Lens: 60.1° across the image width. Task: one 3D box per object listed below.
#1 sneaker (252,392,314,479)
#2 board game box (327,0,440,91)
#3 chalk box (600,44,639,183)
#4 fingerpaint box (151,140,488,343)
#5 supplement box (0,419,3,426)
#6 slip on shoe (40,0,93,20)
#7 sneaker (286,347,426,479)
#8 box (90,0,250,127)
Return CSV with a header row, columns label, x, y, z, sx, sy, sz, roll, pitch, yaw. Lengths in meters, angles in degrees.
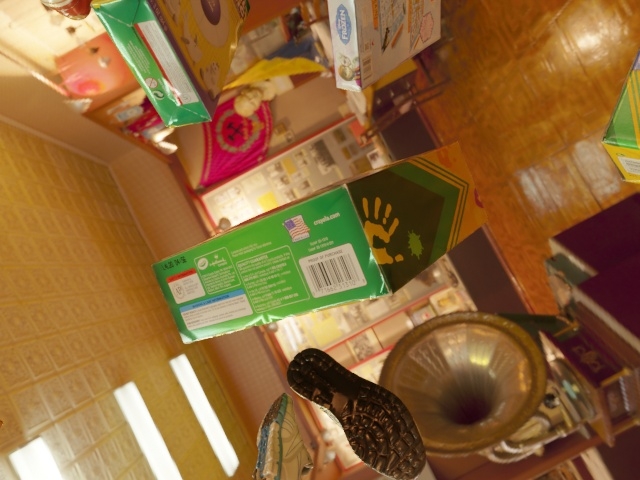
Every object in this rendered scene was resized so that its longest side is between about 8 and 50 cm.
label,x,y,z,sx,sy,sz,roll,pitch,yaw
sneaker,-0.050,0.313,0.832,0.083,0.071,0.190,27,-154,-12
board game box,0.130,-0.497,1.060,0.066,0.318,0.318,21,135,33
chalk box,0.357,-0.150,0.473,0.132,0.212,0.132,24,-176,38
fingerpaint box,0.000,0.000,0.951,0.371,0.445,0.163,-26,-84,-50
supplement box,-0.555,0.264,0.827,0.234,0.080,0.078,4,149,48
slip on shoe,-0.449,-0.574,1.063,0.101,0.123,0.330,64,-143,-74
sneaker,0.073,0.287,0.918,0.283,0.107,0.124,35,168,40
box,-0.100,-0.184,0.422,0.105,0.043,0.179,66,-157,-49
